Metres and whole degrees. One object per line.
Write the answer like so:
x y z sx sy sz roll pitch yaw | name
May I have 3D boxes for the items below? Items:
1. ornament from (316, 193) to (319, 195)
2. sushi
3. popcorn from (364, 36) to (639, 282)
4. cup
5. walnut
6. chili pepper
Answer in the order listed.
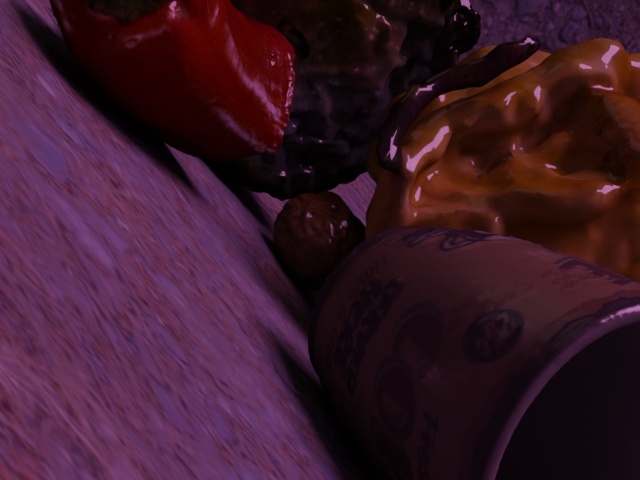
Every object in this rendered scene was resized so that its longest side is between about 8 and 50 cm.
0.019 -0.019 2.183 0.125 0.028 0.073 47 7 -20 | ornament
-0.031 -0.215 1.730 0.352 0.294 0.178 44 5 -43 | sushi
0.164 -0.026 1.630 0.382 0.349 0.349 34 17 -49 | popcorn
0.132 0.126 1.365 0.257 0.227 0.301 35 -30 49 | cup
0.000 0.000 1.701 0.079 0.082 0.096 14 29 -31 | walnut
-0.132 -0.166 1.434 0.338 0.131 0.134 44 50 -64 | chili pepper
